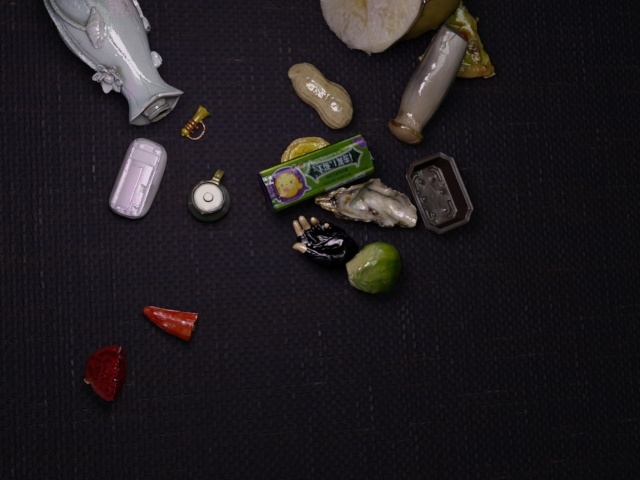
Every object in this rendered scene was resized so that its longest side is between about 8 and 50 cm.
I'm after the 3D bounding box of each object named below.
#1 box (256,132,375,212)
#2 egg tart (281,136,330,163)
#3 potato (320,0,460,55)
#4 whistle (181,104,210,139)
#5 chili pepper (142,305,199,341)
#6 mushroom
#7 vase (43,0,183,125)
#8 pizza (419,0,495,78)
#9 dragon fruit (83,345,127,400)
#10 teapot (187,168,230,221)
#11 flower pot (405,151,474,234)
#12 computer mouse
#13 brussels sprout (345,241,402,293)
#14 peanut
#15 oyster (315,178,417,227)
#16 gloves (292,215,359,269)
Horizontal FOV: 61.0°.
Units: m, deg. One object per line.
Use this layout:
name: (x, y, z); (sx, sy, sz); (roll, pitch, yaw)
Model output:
box: (-0.009, -0.207, 1.648); (0.345, 0.097, 0.134); (-23, 102, -12)
egg tart: (-0.032, -0.236, 1.727); (0.191, 0.074, 0.192); (1, 86, -10)
potato: (0.245, -0.762, 1.742); (0.295, 0.396, 0.290); (-28, 113, -44)
whistle: (-0.389, -0.364, 1.703); (0.046, 0.057, 0.109); (36, 90, 40)
chili pepper: (-0.457, 0.236, 1.634); (0.168, 0.065, 0.088); (20, 82, -4)
mushroom: (0.352, -0.505, 1.731); (0.137, 0.154, 0.408); (21, 96, -19)
vase: (-0.589, -0.558, 1.587); (0.249, 0.250, 0.446); (-33, 96, -10)
pizza: (0.458, -0.692, 1.836); (0.279, 0.075, 0.288); (-2, 88, -10)
dragon fruit: (-0.626, 0.375, 1.591); (0.106, 0.083, 0.162); (7, 94, 4)
teapot: (-0.332, -0.140, 1.648); (0.130, 0.119, 0.166); (22, 82, -8)
flower pot: (0.379, -0.151, 1.784); (0.178, 0.084, 0.251); (-22, 89, -9)
computer mouse: (-0.553, -0.187, 1.647); (0.125, 0.056, 0.246); (18, 83, -8)
brussels sprout: (0.170, 0.092, 1.703); (0.180, 0.162, 0.144); (-24, 53, 4)
peanut: (0.007, -0.467, 1.733); (0.123, 0.123, 0.257); (-43, 89, -9)
oyster: (0.143, -0.114, 1.731); (0.340, 0.110, 0.167); (-5, 99, -13)
gloves: (0.000, 0.000, 1.698); (0.203, 0.124, 0.164); (39, 61, 15)
